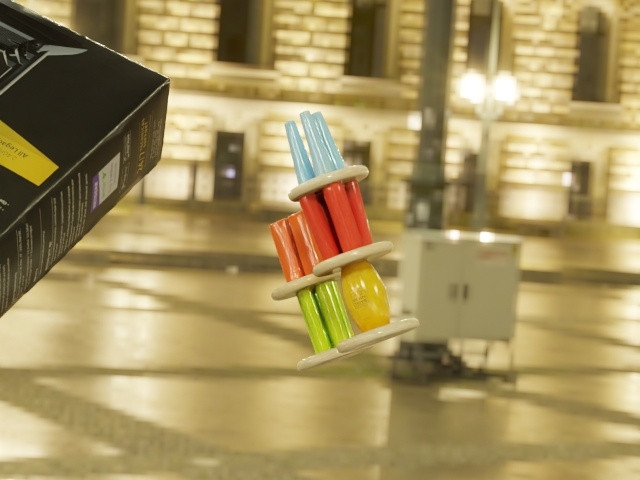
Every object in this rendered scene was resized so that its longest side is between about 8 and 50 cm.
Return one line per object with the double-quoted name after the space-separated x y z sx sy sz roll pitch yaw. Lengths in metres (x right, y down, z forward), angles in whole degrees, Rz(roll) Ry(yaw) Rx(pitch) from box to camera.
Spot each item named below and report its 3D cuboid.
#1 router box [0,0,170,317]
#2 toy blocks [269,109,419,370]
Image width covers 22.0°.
-0.291 -0.079 1.061 0.309 0.081 0.243 28 47 15 "router box"
0.000 0.000 1.042 0.054 0.148 0.123 -15 -7 -25 "toy blocks"
